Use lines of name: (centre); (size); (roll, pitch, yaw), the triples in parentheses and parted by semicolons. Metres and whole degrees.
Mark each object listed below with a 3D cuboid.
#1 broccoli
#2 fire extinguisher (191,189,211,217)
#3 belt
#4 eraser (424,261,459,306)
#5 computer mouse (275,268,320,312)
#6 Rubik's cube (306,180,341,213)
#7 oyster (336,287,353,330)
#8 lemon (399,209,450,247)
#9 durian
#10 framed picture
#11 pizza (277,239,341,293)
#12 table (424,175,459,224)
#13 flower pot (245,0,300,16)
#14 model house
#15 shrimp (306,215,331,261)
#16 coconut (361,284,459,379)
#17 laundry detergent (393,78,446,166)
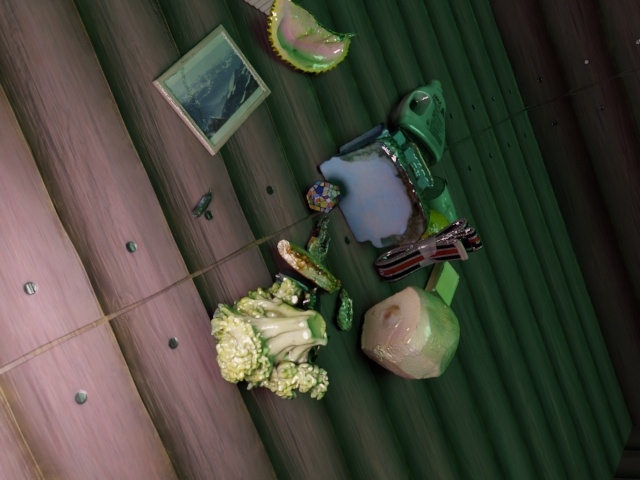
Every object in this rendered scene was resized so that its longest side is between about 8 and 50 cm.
broccoli: (-0.101, 0.227, 1.502); (0.348, 0.281, 0.293); (31, 58, -38)
fire extinguisher: (-0.306, -0.095, 1.569); (0.038, 0.025, 0.083); (87, 23, -50)
belt: (0.359, 0.041, 2.015); (0.094, 0.360, 0.126); (57, 24, -28)
eraser: (0.466, 0.171, 2.300); (0.117, 0.058, 0.172); (51, 47, -24)
computer mouse: (-0.056, 0.160, 1.735); (0.192, 0.062, 0.105); (48, 48, -29)
Rubik's cube: (0.011, -0.136, 1.871); (0.111, 0.093, 0.111); (19, 64, -44)
oyster: (0.076, 0.221, 1.885); (0.086, 0.029, 0.132); (51, 43, -32)
lemon: (0.376, -0.017, 2.157); (0.231, 0.192, 0.192); (-19, 93, -49)
durian: (-0.045, -0.644, 1.904); (0.352, 0.169, 0.158); (14, 68, -45)
framed picture: (-0.293, -0.430, 1.684); (0.247, 0.022, 0.335); (52, 47, -23)
pizza: (-0.027, 0.083, 1.756); (0.056, 0.134, 0.271); (-45, 114, 5)
table: (0.443, -0.127, 2.270); (0.220, 0.126, 0.126); (57, 42, -44)
flower pot: (-0.130, -0.842, 1.858); (0.239, 0.190, 0.209); (14, 69, -43)
model house: (0.250, -0.206, 2.012); (0.339, 0.297, 0.360); (-45, 111, -48)
shrimp: (0.000, 0.000, 1.871); (0.091, 0.034, 0.161); (48, 53, -42)
coconut: (0.301, 0.303, 1.916); (0.254, 0.297, 0.297); (38, 53, -33)
laundry detergent: (0.415, -0.513, 2.401); (0.264, 0.125, 0.397); (42, 50, -30)
